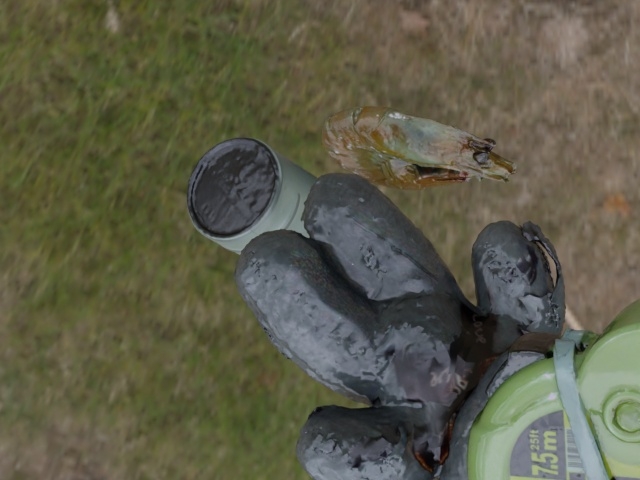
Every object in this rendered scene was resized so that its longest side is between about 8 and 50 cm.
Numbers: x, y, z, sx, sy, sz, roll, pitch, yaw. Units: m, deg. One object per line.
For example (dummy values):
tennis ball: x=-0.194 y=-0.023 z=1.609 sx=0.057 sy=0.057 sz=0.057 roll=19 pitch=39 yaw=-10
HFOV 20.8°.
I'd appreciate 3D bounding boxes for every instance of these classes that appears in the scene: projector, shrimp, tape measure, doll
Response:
projector: x=0.000 y=0.000 z=1.752 sx=0.108 sy=0.108 sz=0.337 roll=-26 pitch=151 yaw=21
shrimp: x=0.102 y=-0.088 z=1.793 sx=0.217 sy=0.051 sz=0.115 roll=9 pitch=151 yaw=24
tape measure: x=0.160 y=0.122 z=0.979 sx=0.154 sy=0.087 sz=0.177 roll=-5 pitch=101 yaw=24
doll: x=0.096 y=0.091 z=1.198 sx=0.340 sy=0.246 sz=0.158 roll=51 pitch=152 yaw=3
